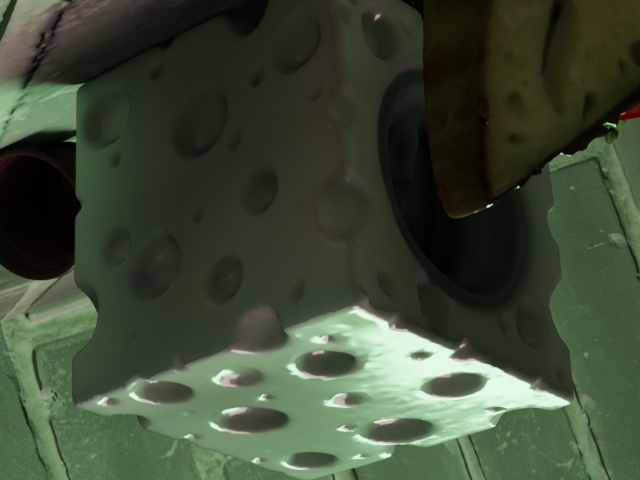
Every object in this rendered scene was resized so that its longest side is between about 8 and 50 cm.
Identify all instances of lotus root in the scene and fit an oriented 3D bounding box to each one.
[{"bbox_3d":[0.141,-0.141,1.049,0.261,0.170,0.074,-30,-170,-31],"label":"lotus root"}]

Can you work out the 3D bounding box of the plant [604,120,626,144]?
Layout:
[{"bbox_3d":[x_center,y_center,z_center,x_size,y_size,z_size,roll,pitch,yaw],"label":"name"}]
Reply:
[{"bbox_3d":[0.153,-0.123,1.777,0.333,0.180,0.251,-31,176,-15],"label":"plant"}]

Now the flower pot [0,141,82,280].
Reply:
[{"bbox_3d":[-0.210,-0.033,1.468,0.111,0.111,0.089,-21,-171,30],"label":"flower pot"}]

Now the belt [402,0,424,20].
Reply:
[{"bbox_3d":[0.111,-0.133,1.470,0.260,0.122,0.325,-14,175,-4],"label":"belt"}]

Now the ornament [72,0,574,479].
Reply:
[{"bbox_3d":[0.000,0.000,1.231,0.240,0.240,0.239,-22,149,35],"label":"ornament"}]

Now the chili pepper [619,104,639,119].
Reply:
[{"bbox_3d":[0.386,-0.210,1.806,0.338,0.131,0.134,-20,-173,-25],"label":"chili pepper"}]
